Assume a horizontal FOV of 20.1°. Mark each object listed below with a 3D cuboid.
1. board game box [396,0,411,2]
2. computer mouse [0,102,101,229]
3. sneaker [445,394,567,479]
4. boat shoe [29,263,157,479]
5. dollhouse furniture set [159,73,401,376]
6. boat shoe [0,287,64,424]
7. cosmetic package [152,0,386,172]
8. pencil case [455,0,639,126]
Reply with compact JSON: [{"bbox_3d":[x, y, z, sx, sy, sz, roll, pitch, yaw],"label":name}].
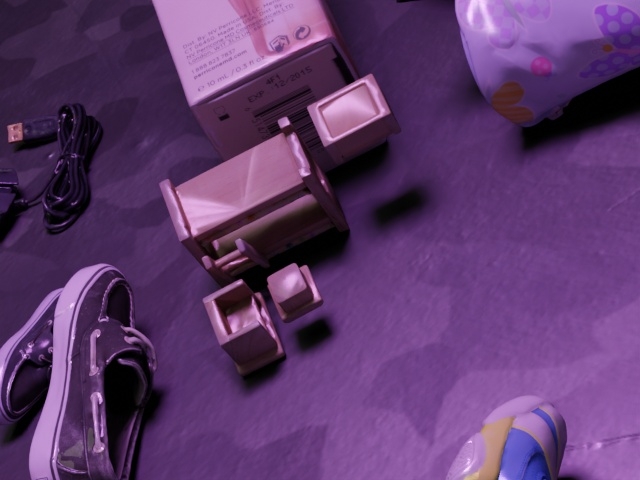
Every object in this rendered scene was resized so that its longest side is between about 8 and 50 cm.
[{"bbox_3d":[0.159,-0.230,1.386,0.186,0.026,0.126,-21,-4,37],"label":"board game box"},{"bbox_3d":[-0.328,-0.057,1.690,0.262,0.060,0.184,-17,36,21],"label":"computer mouse"},{"bbox_3d":[0.115,0.192,0.992,0.126,0.091,0.240,14,51,25],"label":"sneaker"},{"bbox_3d":[-0.154,0.101,1.328,0.070,0.078,0.219,-18,43,21],"label":"boat shoe"},{"bbox_3d":[0.000,0.000,1.350,0.182,0.101,0.161,-27,57,6],"label":"dollhouse furniture set"},{"bbox_3d":[-0.215,0.086,1.417,0.040,0.049,0.142,-7,37,32],"label":"boat shoe"},{"bbox_3d":[-0.064,-0.199,1.500,0.129,0.153,0.296,-26,54,5],"label":"cosmetic package"},{"bbox_3d":[0.234,-0.180,1.319,0.273,0.124,0.113,-21,-4,25],"label":"pencil case"}]
